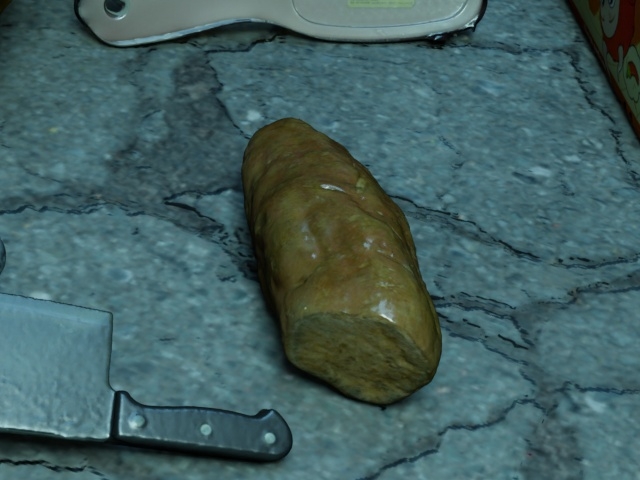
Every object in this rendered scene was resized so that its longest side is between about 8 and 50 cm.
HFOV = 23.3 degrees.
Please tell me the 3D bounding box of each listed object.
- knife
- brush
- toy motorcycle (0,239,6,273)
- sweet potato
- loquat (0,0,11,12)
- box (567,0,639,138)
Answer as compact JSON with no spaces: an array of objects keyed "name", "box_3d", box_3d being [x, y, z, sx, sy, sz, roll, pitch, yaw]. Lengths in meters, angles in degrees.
[{"name":"knife","box_3d":[-0.130,0.064,0.762,0.245,0.019,0.072,11,68,-17]},{"name":"brush","box_3d":[-0.028,-0.179,1.145,0.312,0.072,0.067,-6,16,-16]},{"name":"toy motorcycle","box_3d":[-0.275,0.033,0.781,0.225,0.073,0.152,2,41,-11]},{"name":"sweet potato","box_3d":[0.000,0.000,0.878,0.097,0.097,0.252,-3,34,-18]},{"name":"loquat","box_3d":[-0.301,-0.240,0.955,0.328,0.328,0.359,31,10,26]},{"name":"box","box_3d":[0.313,-0.236,1.124,0.213,0.260,0.283,0,37,-10]}]
